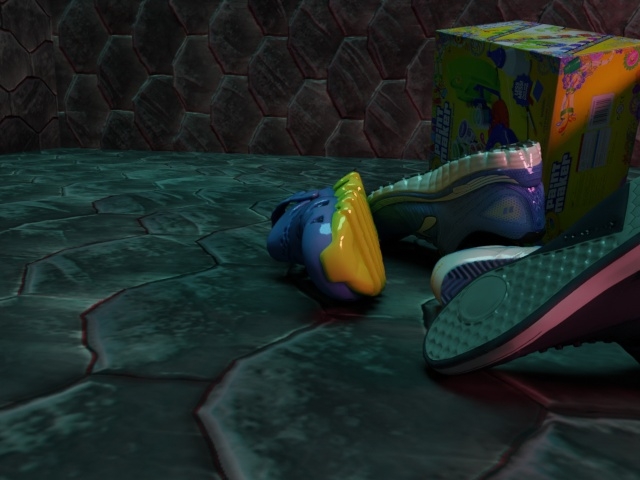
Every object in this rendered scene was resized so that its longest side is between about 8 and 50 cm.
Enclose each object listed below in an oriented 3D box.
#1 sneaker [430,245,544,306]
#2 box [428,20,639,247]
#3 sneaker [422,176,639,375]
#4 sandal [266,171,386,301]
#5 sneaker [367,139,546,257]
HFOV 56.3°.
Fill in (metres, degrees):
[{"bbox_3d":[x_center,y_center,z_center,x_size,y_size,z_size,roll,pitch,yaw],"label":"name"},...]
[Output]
[{"bbox_3d":[0.226,0.038,0.603,0.229,0.087,0.092,3,10,-2],"label":"sneaker"},{"bbox_3d":[0.327,-0.180,0.958,0.177,0.289,0.279,-14,30,-21],"label":"box"},{"bbox_3d":[0.209,0.073,0.463,0.226,0.163,0.086,-35,25,20],"label":"sneaker"},{"bbox_3d":[0.000,0.000,0.717,0.138,0.126,0.317,-14,9,5],"label":"sandal"},{"bbox_3d":[0.166,-0.022,0.802,0.130,0.147,0.330,-13,-2,-23],"label":"sneaker"}]
